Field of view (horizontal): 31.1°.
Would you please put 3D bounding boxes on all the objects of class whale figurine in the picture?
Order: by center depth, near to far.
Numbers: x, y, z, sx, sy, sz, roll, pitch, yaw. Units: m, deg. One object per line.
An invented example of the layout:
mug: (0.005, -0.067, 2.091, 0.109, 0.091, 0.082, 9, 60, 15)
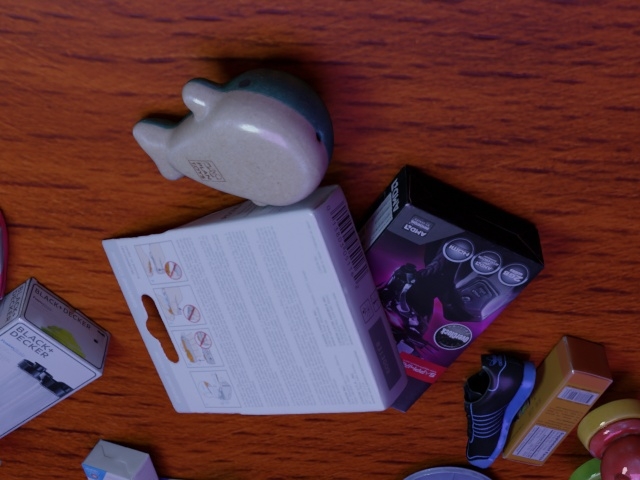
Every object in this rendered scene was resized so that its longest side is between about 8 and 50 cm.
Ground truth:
whale figurine: (-0.106, -0.139, 1.475, 0.272, 0.141, 0.216, -1, 140, 35)

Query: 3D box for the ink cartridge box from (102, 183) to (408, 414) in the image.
ink cartridge box: (-0.096, 0.098, 1.635, 0.385, 0.091, 0.308, -7, 113, 35)

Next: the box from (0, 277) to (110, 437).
box: (-0.488, 0.195, 1.788, 0.290, 0.087, 0.169, -31, 124, 25)

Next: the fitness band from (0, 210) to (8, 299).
fitness band: (-0.559, 0.016, 1.659, 0.209, 0.054, 0.290, 11, 130, -5)

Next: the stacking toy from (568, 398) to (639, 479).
stacking toy: (0.558, 0.381, 1.853, 0.309, 0.130, 0.279, -3, 136, -13)

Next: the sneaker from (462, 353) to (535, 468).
sneaker: (0.263, 0.270, 1.844, 0.091, 0.081, 0.232, 14, 124, -7)

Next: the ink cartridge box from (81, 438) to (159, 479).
ink cartridge box: (-0.332, 0.434, 1.990, 0.104, 0.061, 0.181, 12, 136, 25)

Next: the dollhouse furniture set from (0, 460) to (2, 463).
dollhouse furniture set: (-0.601, 0.355, 1.791, 0.129, 0.129, 0.184, -6, 139, 45)

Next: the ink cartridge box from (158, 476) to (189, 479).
ink cartridge box: (-0.227, 0.512, 2.090, 0.208, 0.045, 0.206, 7, 132, -3)

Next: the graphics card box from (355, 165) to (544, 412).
graphics card box: (0.122, 0.083, 1.669, 0.233, 0.094, 0.371, 25, 127, -18)

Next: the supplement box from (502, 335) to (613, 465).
supplement box: (0.368, 0.259, 1.828, 0.080, 0.078, 0.233, 16, 131, -17)

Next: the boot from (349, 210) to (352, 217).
boot: (0.000, 0.000, 1.640, 0.114, 0.037, 0.106, -17, 131, 10)

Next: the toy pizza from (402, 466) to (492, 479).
toy pizza: (0.223, 0.458, 2.038, 0.201, 0.032, 0.201, 1, 131, 2)
